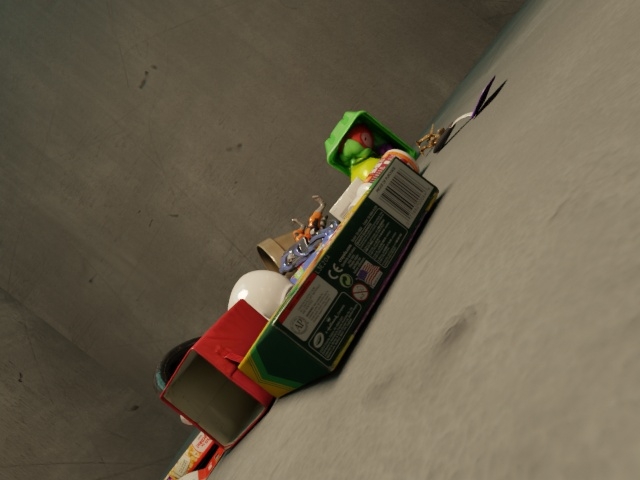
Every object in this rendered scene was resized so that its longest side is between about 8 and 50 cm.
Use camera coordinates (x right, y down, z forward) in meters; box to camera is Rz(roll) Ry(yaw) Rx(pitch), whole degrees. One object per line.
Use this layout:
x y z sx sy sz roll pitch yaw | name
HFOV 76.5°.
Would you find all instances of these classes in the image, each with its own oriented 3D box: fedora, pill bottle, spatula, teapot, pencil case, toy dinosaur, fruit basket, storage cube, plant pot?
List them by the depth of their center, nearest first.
-0.182 0.278 0.866 0.215 0.183 0.193 -53 -2 29 | storage cube
0.361 -0.307 1.047 0.084 0.030 0.296 -51 -1 -21 | spatula
-0.116 0.197 1.106 0.253 0.186 0.256 67 -153 -45 | teapot
0.179 -0.144 1.151 0.221 0.121 0.121 -52 0 -22 | pill bottle
-0.331 0.433 1.251 0.334 0.333 0.153 -52 -34 -59 | fedora
-0.009 0.100 1.325 0.306 0.119 0.133 -52 29 4 | pencil case
0.390 -0.354 1.421 0.112 0.064 0.211 -34 12 8 | toy dinosaur
0.215 -0.313 1.643 0.283 0.392 0.392 -53 0 16 | fruit basket
-0.078 0.076 1.778 0.280 0.323 0.323 -36 -5 -17 | plant pot

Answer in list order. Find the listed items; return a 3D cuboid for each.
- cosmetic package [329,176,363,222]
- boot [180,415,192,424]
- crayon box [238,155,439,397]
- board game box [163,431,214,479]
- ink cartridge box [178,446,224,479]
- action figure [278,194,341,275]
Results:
0.140 -0.117 1.411 0.151 0.151 0.184 -51 1 10 | cosmetic package
-0.238 0.385 1.067 0.258 0.123 0.095 -46 -45 -51 | boot
0.021 0.074 0.710 0.363 0.106 0.313 -53 0 -32 | crayon box
-0.304 0.533 1.055 0.194 0.045 0.147 -53 -9 -2 | board game box
-0.290 0.534 0.901 0.179 0.045 0.145 -55 2 -27 | ink cartridge box
0.000 0.000 1.530 0.341 0.178 0.331 -31 51 37 | action figure
